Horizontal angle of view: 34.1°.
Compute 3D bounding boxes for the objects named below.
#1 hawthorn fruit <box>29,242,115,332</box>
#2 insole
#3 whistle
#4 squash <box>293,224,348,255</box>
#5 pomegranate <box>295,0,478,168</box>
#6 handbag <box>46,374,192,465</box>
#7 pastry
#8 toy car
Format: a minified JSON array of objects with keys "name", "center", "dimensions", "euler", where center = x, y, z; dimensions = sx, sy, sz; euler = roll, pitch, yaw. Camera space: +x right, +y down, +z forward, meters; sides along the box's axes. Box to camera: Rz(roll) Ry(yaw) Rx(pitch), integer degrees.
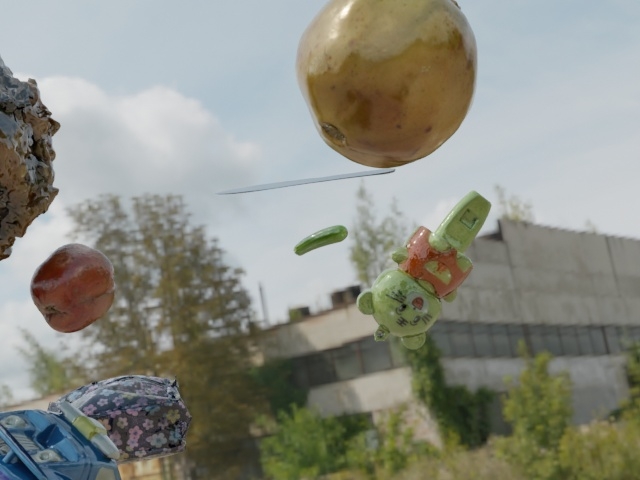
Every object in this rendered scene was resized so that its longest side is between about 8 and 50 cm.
[{"name":"hawthorn fruit","center":[-0.343,0.068,1.447],"dimensions":[0.128,0.128,0.128],"euler":[-9,-13,-2]},{"name":"insole","center":[-0.028,-0.102,1.826],"dimensions":[0.322,0.007,0.109],"euler":[-7,9,7]},{"name":"whistle","center":[0.175,0.045,1.660],"dimensions":[0.131,0.288,0.106],"euler":[38,-1,-10]},{"name":"squash","center":[0.000,-0.001,1.513],"dimensions":[0.089,0.027,0.027],"euler":[-19,-16,20]},{"name":"pomegranate","center":[0.078,-0.200,1.234],"dimensions":[0.233,0.233,0.233],"euler":[-9,-13,-2]},{"name":"handbag","center":[-0.331,0.292,1.697],"dimensions":[0.228,0.127,0.208],"euler":[-8,7,-14]},{"name":"pastry","center":[-0.518,-0.146,1.353],"dimensions":[0.292,0.405,0.337],"euler":[-33,26,8]},{"name":"toy car","center":[-0.289,0.264,1.126],"dimensions":[0.166,0.198,0.314],"euler":[-52,-31,-3]}]
